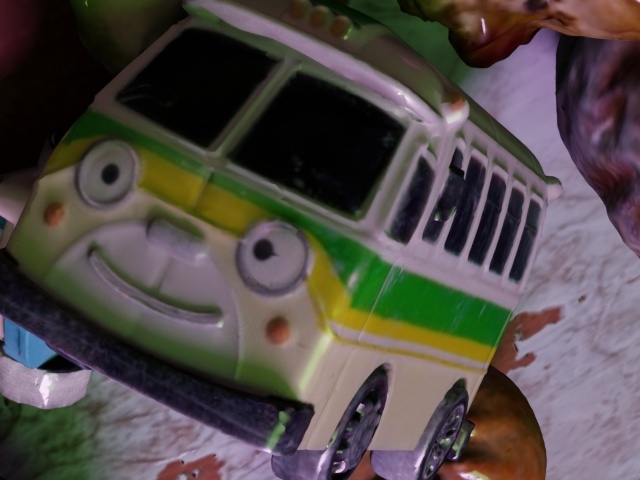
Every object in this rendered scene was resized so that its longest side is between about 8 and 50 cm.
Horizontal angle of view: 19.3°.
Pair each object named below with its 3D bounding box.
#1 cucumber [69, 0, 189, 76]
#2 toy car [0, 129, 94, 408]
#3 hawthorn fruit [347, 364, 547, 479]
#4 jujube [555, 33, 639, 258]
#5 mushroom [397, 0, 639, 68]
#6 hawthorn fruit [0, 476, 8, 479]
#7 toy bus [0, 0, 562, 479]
[{"bbox_3d":[-0.011,-0.218,0.731,0.325,0.105,0.145,-58,165,25],"label":"cucumber"},{"bbox_3d":[-0.113,-0.011,0.874,0.161,0.098,0.126,-34,148,-58],"label":"toy car"},{"bbox_3d":[0.045,0.132,1.078,0.149,0.149,0.189,-15,174,-21],"label":"hawthorn fruit"},{"bbox_3d":[0.255,-0.116,0.909,0.317,0.226,0.226,-47,137,16],"label":"jujube"},{"bbox_3d":[0.190,-0.163,0.675,0.331,0.334,0.356,-41,152,-57],"label":"mushroom"},{"bbox_3d":[-0.194,0.259,0.883,0.308,0.325,0.308,-2,109,-6],"label":"hawthorn fruit"},{"bbox_3d":[0.000,0.000,0.806,0.179,0.143,0.305,-64,162,2],"label":"toy bus"}]
